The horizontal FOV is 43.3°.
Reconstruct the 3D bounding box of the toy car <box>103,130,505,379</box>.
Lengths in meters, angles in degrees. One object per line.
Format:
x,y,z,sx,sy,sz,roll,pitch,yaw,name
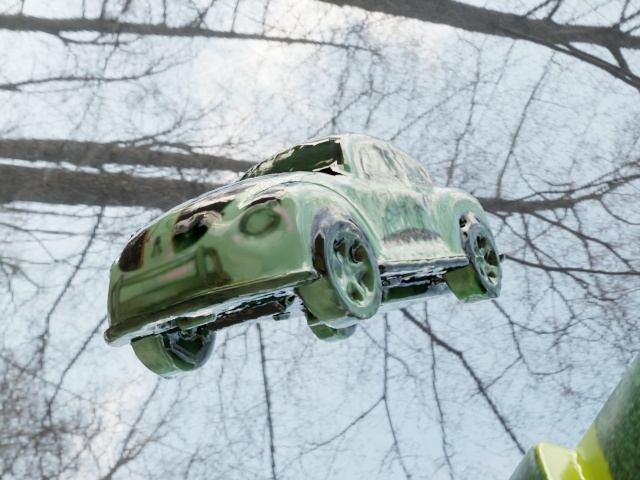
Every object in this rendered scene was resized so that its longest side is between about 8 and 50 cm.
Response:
0.000,0.000,0.492,0.136,0.306,0.125,-20,-102,31,toy car

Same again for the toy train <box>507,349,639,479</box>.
0.202,0.239,0.444,0.179,0.272,0.442,-107,-140,-65,toy train
